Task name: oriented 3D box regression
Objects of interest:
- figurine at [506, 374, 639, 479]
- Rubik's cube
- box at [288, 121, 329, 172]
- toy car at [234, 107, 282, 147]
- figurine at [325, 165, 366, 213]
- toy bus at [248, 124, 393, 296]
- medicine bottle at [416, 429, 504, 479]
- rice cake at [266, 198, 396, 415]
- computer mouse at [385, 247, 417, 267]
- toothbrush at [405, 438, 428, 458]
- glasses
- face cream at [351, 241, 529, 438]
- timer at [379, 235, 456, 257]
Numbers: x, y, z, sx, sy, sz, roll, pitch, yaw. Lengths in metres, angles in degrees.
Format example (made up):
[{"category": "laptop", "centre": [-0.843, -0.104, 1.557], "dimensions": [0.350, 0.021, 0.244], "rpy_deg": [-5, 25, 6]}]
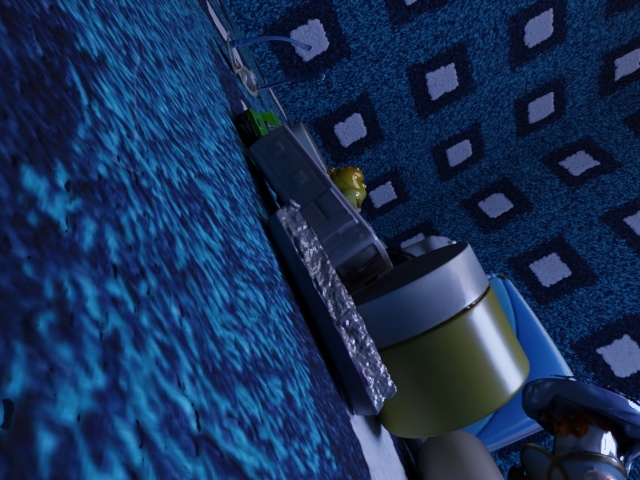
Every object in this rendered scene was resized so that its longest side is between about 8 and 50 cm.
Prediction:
[{"category": "figurine", "centre": [0.352, 0.421, 0.617], "dimensions": [0.248, 0.387, 0.276], "rpy_deg": [29, -33, 5]}, {"category": "Rubik's cube", "centre": [0.383, 0.326, 1.133], "dimensions": [0.347, 0.352, 0.352], "rpy_deg": [66, 5, 29]}, {"category": "box", "centre": [-0.006, -0.216, 1.547], "dimensions": [0.366, 0.091, 0.373], "rpy_deg": [62, 5, -10]}, {"category": "toy car", "centre": [-0.091, -0.181, 0.802], "dimensions": [0.071, 0.063, 0.165], "rpy_deg": [63, 6, 8]}, {"category": "figurine", "centre": [0.076, -0.098, 1.314], "dimensions": [0.156, 0.131, 0.246], "rpy_deg": [-132, -152, -66]}, {"category": "toy bus", "centre": [-0.006, -0.051, 0.653], "dimensions": [0.268, 0.092, 0.106], "rpy_deg": [55, -1, 30]}, {"category": "medicine bottle", "centre": [0.190, 0.344, 0.574], "dimensions": [0.114, 0.114, 0.252], "rpy_deg": [62, 6, 0]}, {"category": "rice cake", "centre": [0.006, 0.074, 0.540], "dimensions": [0.269, 0.049, 0.055], "rpy_deg": [63, -30, 15]}, {"category": "computer mouse", "centre": [0.135, 0.090, 0.881], "dimensions": [0.138, 0.096, 0.233], "rpy_deg": [27, -38, 10]}, {"category": "toothbrush", "centre": [0.107, 0.235, 0.748], "dimensions": [0.413, 0.035, 0.042], "rpy_deg": [61, 27, -3]}, {"category": "glasses", "centre": [-0.116, -0.418, 1.120], "dimensions": [0.189, 0.221, 0.088], "rpy_deg": [49, 53, -70]}, {"category": "face cream", "centre": [0.142, 0.129, 0.626], "dimensions": [0.179, 0.218, 0.218], "rpy_deg": [63, 6, 0]}, {"category": "timer", "centre": [0.268, 0.095, 1.368], "dimensions": [0.290, 0.316, 0.290], "rpy_deg": [62, 7, -13]}]
